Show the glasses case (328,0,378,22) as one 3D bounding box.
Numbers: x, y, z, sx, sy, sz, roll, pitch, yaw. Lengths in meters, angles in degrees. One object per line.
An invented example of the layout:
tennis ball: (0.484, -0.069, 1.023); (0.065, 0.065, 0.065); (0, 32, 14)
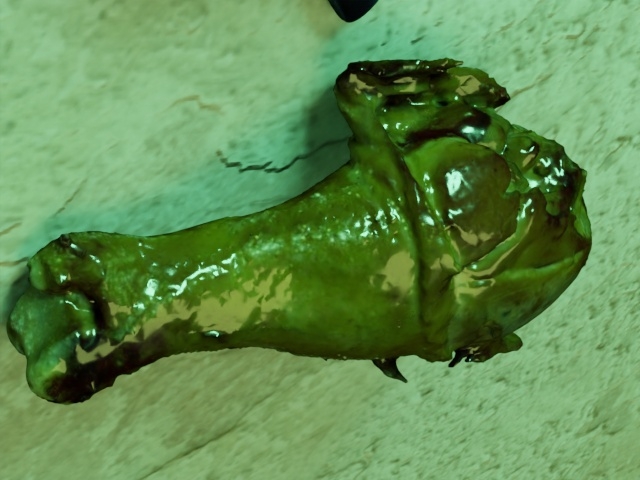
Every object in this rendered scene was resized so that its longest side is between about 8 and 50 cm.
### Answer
glasses case: (0.014, -0.146, 0.942); (0.033, 0.023, 0.083); (-38, 152, 0)

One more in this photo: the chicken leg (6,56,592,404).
chicken leg: (0.012, -0.009, 1.017); (0.361, 0.140, 0.211); (-2, 111, -31)
